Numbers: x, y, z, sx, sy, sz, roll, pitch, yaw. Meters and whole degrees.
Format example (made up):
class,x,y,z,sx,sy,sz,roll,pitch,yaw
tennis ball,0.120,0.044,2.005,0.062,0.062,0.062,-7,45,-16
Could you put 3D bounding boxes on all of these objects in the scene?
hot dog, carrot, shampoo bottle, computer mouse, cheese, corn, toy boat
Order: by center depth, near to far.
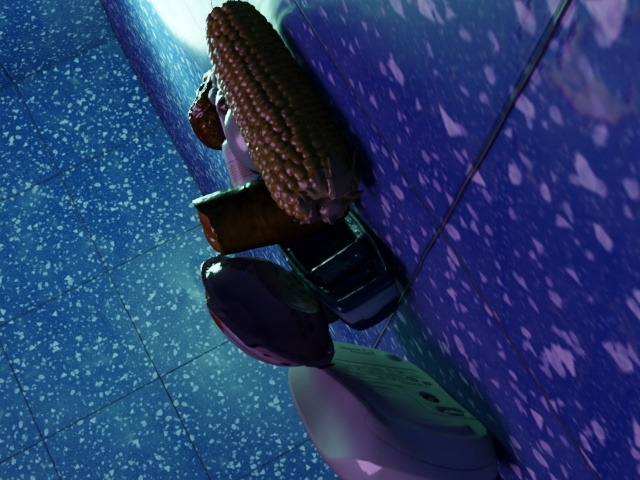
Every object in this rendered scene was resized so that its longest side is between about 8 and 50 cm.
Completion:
class,x,y,z,sx,sy,sz,roll,pitch,yaw
corn,-0.044,-0.134,0.783,0.091,0.091,0.260,81,164,-70
carrot,-0.054,-0.032,0.856,0.082,0.173,0.082,-17,-90,-88
computer mouse,0.073,0.215,0.868,0.297,0.184,0.121,27,106,60
cheese,-0.044,0.076,0.900,0.189,0.074,0.286,43,-164,12
toy boat,0.000,0.000,0.916,0.061,0.096,0.299,59,176,-38
shampoo bottle,-0.116,-0.149,1.167,0.074,0.074,0.191,156,96,-80
hot dog,-0.168,-0.212,1.251,0.065,0.099,0.147,12,153,13

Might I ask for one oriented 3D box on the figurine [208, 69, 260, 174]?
class,x,y,z,sx,sy,sz,roll,pitch,yaw
figurine,-0.074,-0.148,0.912,0.197,0.094,0.147,-117,28,-49
